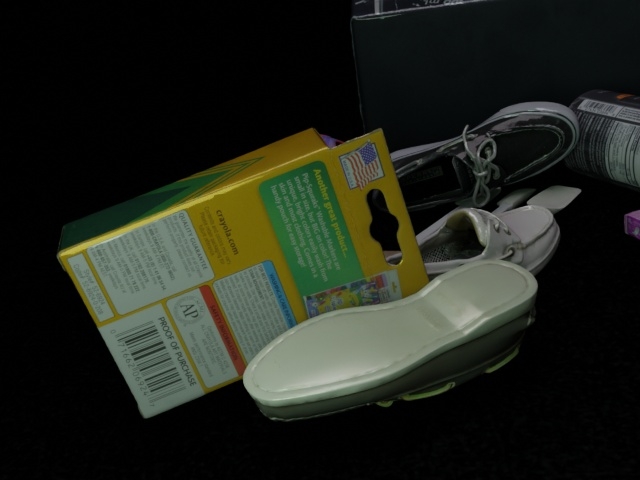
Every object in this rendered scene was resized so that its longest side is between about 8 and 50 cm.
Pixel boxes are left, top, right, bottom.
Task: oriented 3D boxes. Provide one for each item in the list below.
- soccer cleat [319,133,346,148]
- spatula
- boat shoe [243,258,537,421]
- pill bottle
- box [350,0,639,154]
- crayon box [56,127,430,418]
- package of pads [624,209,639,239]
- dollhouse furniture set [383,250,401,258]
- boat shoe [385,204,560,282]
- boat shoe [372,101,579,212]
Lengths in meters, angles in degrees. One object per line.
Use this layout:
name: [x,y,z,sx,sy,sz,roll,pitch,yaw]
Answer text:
soccer cleat: [-0.007,-0.119,1.353,0.095,0.083,0.248,0,23,10]
spatula: [0.238,-0.032,1.138,0.168,0.019,0.242,12,31,38]
boat shoe: [0.075,0.111,0.791,0.305,0.091,0.109,-19,37,-19]
pill bottle: [0.459,-0.128,1.135,0.131,0.130,0.246,-20,27,-23]
box: [0.306,-0.378,1.467,0.480,0.297,0.471,-6,36,7]
crayon box: [-0.068,0.024,0.834,0.323,0.203,0.083,-21,25,-3]
package of pads: [0.431,-0.025,1.034,0.083,0.031,0.050,-16,24,-16]
dollhouse furniture set: [0.000,0.000,0.976,0.182,0.160,0.101,-1,25,20]
boat shoe: [0.183,0.007,0.965,0.277,0.096,0.098,-27,33,-31]
boat shoe: [0.217,-0.110,1.174,0.307,0.113,0.105,-11,25,17]
